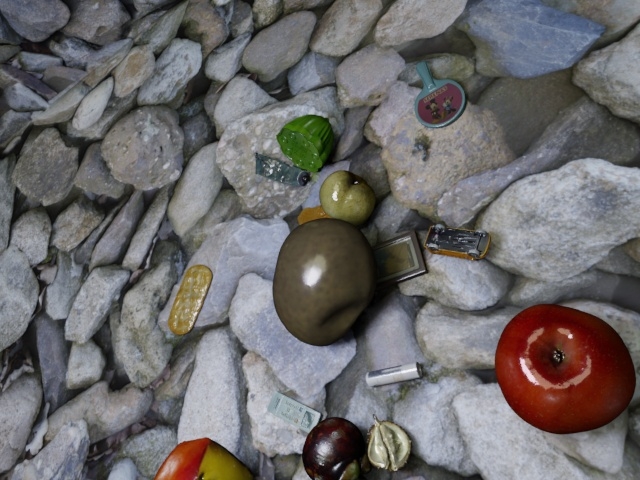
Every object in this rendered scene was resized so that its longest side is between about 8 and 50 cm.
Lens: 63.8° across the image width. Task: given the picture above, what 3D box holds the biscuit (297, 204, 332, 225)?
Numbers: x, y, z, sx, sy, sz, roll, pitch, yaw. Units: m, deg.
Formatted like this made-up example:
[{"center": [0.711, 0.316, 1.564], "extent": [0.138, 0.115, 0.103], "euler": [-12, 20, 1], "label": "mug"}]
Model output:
[{"center": [0.002, 0.001, 1.553], "extent": [0.184, 0.035, 0.248], "euler": [-20, 61, 23], "label": "biscuit"}]

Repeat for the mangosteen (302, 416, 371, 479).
[{"center": [0.043, 0.512, 1.222], "extent": [0.184, 0.172, 0.172], "euler": [21, 81, 57], "label": "mangosteen"}]

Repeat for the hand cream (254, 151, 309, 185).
[{"center": [-0.136, -0.232, 1.723], "extent": [0.248, 0.052, 0.075], "euler": [22, 96, 33], "label": "hand cream"}]

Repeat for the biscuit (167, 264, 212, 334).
[{"center": [-0.443, 0.197, 1.737], "extent": [0.119, 0.029, 0.247], "euler": [10, 75, 33], "label": "biscuit"}]

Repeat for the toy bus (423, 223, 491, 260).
[{"center": [0.354, 0.010, 1.314], "extent": [0.162, 0.074, 0.069], "euler": [10, 67, 36], "label": "toy bus"}]

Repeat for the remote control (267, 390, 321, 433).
[{"center": [-0.072, 0.466, 1.400], "extent": [0.162, 0.029, 0.061], "euler": [18, 81, 30], "label": "remote control"}]

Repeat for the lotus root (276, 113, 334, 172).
[{"center": [-0.022, -0.338, 1.654], "extent": [0.186, 0.186, 0.186], "euler": [-12, 64, 26], "label": "lotus root"}]

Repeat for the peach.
[{"center": [-0.310, 0.690, 1.286], "extent": [0.243, 0.306, 0.380], "euler": [-6, 71, 21], "label": "peach"}]

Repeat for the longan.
[{"center": [0.003, 0.110, 1.354], "extent": [0.288, 0.288, 0.350], "euler": [37, 116, 37], "label": "longan"}]

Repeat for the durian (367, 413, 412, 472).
[{"center": [0.154, 0.486, 1.225], "extent": [0.111, 0.071, 0.140], "euler": [-14, 51, -16], "label": "durian"}]

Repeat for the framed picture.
[{"center": [0.200, 0.058, 1.417], "extent": [0.169, 0.023, 0.127], "euler": [-23, 60, 21], "label": "framed picture"}]

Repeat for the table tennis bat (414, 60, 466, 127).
[{"center": [0.343, -0.442, 1.545], "extent": [0.153, 0.040, 0.244], "euler": [-26, 63, 20], "label": "table tennis bat"}]

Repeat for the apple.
[{"center": [0.486, 0.253, 1.044], "extent": [0.261, 0.216, 0.260], "euler": [-13, 61, 24], "label": "apple"}]

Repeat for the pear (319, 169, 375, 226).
[{"center": [0.080, -0.123, 1.484], "extent": [0.167, 0.167, 0.136], "euler": [50, 120, 36], "label": "pear"}]

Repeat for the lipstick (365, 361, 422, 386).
[{"center": [0.183, 0.338, 1.295], "extent": [0.141, 0.040, 0.040], "euler": [-19, 61, 24], "label": "lipstick"}]
